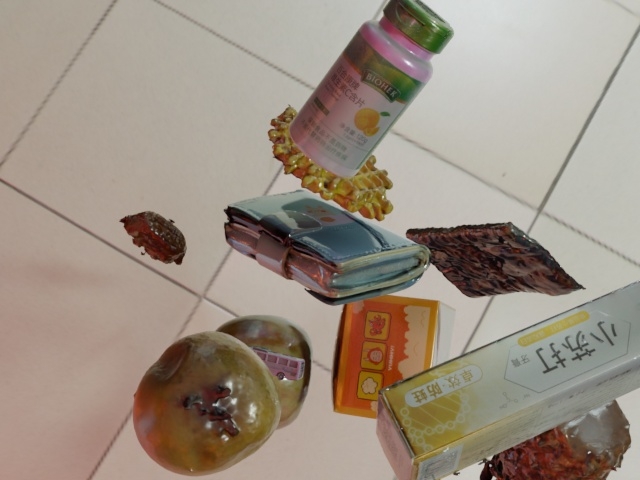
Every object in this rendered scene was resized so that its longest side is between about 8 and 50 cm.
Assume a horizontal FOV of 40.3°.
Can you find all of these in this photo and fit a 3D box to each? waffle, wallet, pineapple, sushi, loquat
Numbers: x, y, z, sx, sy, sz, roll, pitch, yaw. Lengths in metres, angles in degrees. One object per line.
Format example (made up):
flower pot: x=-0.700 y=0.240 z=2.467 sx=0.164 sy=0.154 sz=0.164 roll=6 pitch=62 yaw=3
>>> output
waffle: x=0.027 y=-0.153 z=1.755 sx=0.293 sy=0.260 sz=0.069 roll=26 pitch=119 yaw=-20
wallet: x=0.000 y=0.000 z=1.174 sx=0.176 sy=0.250 sz=0.075 roll=-13 pitch=118 yaw=-37
pineapple: x=0.294 y=0.336 z=1.244 sx=0.165 sy=0.364 sz=0.166 roll=10 pitch=47 yaw=-10
sushi: x=-0.243 y=-0.002 z=1.288 sx=0.060 sy=0.061 sz=0.118 roll=-32 pitch=111 yaw=27
loquat: x=-0.168 y=0.234 z=1.259 sx=0.213 sy=0.213 sz=0.213 roll=0 pitch=77 yaw=-1

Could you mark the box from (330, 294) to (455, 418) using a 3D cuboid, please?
box: x=0.163 y=0.253 z=1.888 sx=0.213 sy=0.283 sz=0.260 roll=4 pitch=83 yaw=15

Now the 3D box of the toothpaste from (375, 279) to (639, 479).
toothpaste: x=0.199 y=0.110 z=0.727 sx=0.312 sy=0.089 sz=0.071 roll=-21 pitch=56 yaw=-12

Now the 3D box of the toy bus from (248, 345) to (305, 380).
toy bus: x=-0.097 y=0.247 z=1.753 sx=0.130 sy=0.037 sz=0.052 roll=12 pitch=95 yaw=17

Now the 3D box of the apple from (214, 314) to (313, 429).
apple: x=-0.137 y=0.287 z=1.917 sx=0.233 sy=0.257 sz=0.257 roll=6 pitch=76 yaw=-6

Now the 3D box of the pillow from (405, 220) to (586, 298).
pillow: x=0.267 y=0.033 z=1.379 sx=0.189 sy=0.255 sz=0.034 roll=38 pitch=66 yaw=-26

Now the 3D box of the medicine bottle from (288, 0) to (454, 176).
medicine bottle: x=0.078 y=-0.236 z=1.316 sx=0.133 sy=0.133 sz=0.274 roll=41 pitch=112 yaw=8
